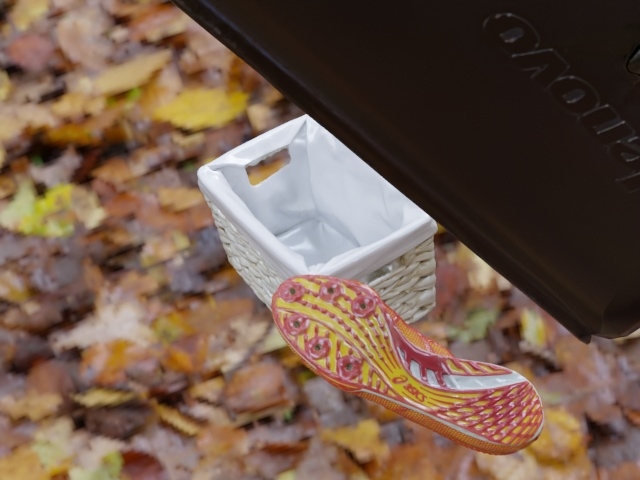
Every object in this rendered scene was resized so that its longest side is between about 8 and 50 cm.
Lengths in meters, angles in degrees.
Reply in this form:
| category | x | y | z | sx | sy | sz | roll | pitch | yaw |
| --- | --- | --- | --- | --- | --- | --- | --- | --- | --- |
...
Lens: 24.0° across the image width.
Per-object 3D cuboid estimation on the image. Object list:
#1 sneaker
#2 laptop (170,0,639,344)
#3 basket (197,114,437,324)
| category | x | y | z | sx | sy | sz | roll | pitch | yaw |
| --- | --- | --- | --- | --- | --- | --- | --- | --- | --- |
| sneaker | 0.046 | 0.079 | 0.885 | 0.175 | 0.067 | 0.064 | 31 | 72 | 8 |
| laptop | 0.098 | -0.247 | 0.314 | 0.236 | 0.382 | 0.407 | -7 | 55 | 46 |
| basket | 0.000 | 0.000 | 1.126 | 0.113 | 0.103 | 0.167 | -28 | 44 | -19 |
